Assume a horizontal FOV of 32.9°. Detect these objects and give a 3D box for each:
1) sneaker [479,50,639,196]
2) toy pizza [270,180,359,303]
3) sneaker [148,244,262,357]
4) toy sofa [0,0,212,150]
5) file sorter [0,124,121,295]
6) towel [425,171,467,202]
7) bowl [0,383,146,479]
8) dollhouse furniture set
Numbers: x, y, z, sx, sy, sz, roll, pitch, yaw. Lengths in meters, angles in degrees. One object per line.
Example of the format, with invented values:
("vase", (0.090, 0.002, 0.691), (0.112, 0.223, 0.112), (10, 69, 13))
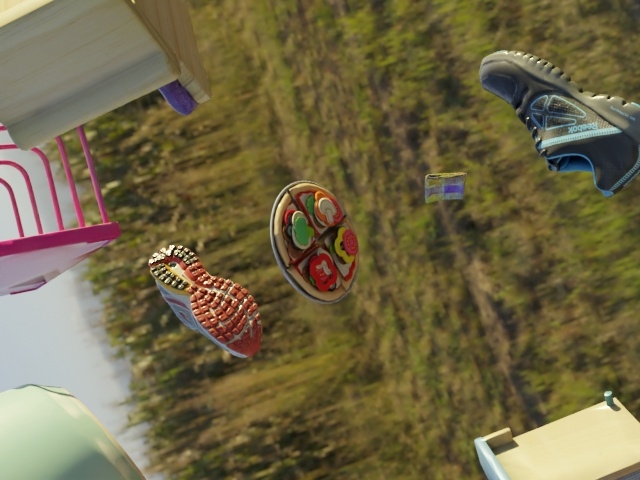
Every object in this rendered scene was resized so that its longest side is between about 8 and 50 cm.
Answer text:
("sneaker", (0.363, -0.191, 1.698), (0.341, 0.139, 0.125), (35, -174, 40))
("toy pizza", (0.000, 0.000, 1.718), (0.032, 0.201, 0.201), (-19, 90, 41))
("sneaker", (-0.163, 0.098, 1.613), (0.225, 0.088, 0.092), (41, 154, 32))
("toy sofa", (-0.220, -0.251, 0.931), (0.177, 0.150, 0.362), (52, -161, -54))
("file sorter", (-0.426, -0.036, 1.392), (0.291, 0.202, 0.182), (-25, 79, 52))
("towel", (0.183, -0.078, 1.597), (0.083, 0.060, 0.009), (84, -179, -65))
("bowl", (-0.297, 0.280, 1.191), (0.311, 0.163, 0.311), (39, 154, 23))
("dollhouse furniture set", (0.376, 0.321, 1.282), (0.303, 0.286, 0.198), (-125, 14, -65))
